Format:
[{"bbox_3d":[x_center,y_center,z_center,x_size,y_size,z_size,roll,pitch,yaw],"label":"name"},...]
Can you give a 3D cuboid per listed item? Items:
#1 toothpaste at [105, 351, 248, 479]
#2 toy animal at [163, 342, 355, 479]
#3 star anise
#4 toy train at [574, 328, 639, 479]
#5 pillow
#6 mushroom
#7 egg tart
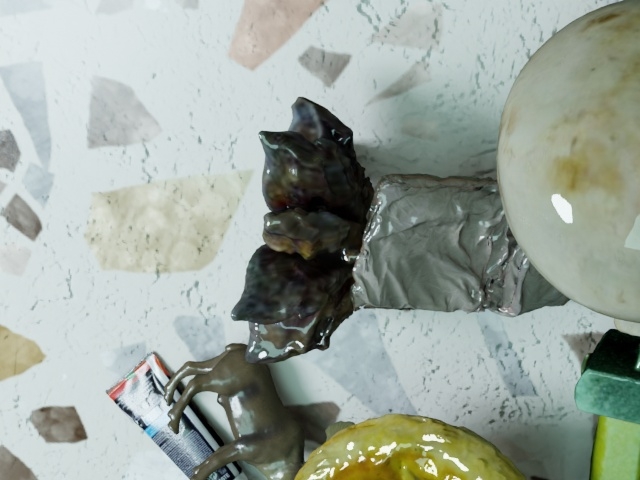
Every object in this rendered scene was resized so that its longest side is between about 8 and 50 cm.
[{"bbox_3d":[-0.135,0.205,1.622,0.071,0.045,0.193,-43,87,18],"label":"toothpaste"},{"bbox_3d":[-0.047,0.200,1.557,0.186,0.094,0.214,-20,89,-2],"label":"toy animal"},{"bbox_3d":[0.000,0.000,1.389,0.109,0.236,0.223,14,114,13],"label":"star anise"},{"bbox_3d":[0.347,0.247,1.426,0.253,0.160,0.397,12,114,20],"label":"toy train"},{"bbox_3d":[0.143,0.008,1.375,0.248,0.049,0.135,2,121,-28],"label":"pillow"},{"bbox_3d":[0.283,-0.044,1.287,0.298,0.297,0.290,16,148,11],"label":"mushroom"},{"bbox_3d":[0.104,0.310,1.473,0.319,0.128,0.318,4,98,26],"label":"egg tart"}]
